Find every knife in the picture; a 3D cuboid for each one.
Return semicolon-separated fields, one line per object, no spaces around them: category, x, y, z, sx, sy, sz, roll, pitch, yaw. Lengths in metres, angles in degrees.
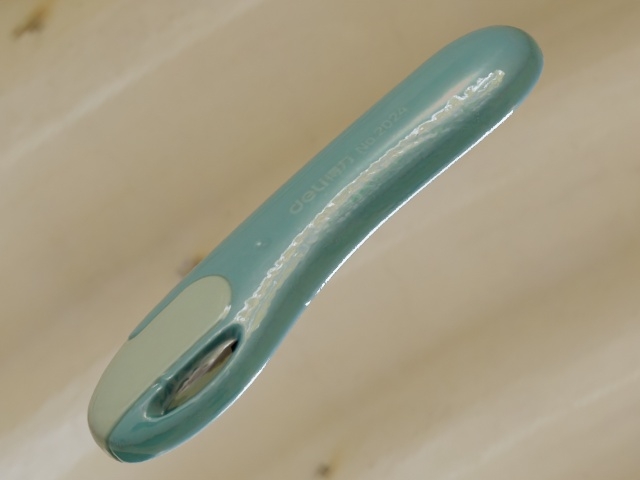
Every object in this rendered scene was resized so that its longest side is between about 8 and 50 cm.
knife;0.000;0.000;0.708;0.064;0.222;0.031;36;-13;51
